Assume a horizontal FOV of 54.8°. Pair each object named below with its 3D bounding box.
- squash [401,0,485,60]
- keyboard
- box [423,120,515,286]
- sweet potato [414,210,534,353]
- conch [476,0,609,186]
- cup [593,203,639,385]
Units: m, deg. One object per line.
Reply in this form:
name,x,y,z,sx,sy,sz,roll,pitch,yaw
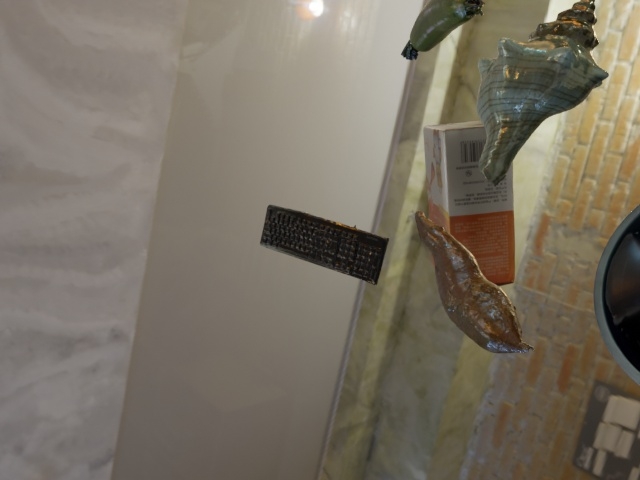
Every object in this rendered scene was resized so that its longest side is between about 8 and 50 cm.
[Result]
squash,0.216,-0.399,1.105,0.071,0.318,0.080,38,-95,-10
keyboard,0.000,0.000,1.062,0.017,0.250,0.087,0,-74,-57
box,0.320,-0.082,1.343,0.143,0.225,0.341,-4,-78,0
sweet potato,0.158,0.053,0.685,0.068,0.226,0.068,-16,-43,-15
conch,0.249,-0.199,0.729,0.234,0.137,0.114,-37,-26,-4
cup,0.477,0.082,0.689,0.257,0.331,0.311,-43,-51,19
